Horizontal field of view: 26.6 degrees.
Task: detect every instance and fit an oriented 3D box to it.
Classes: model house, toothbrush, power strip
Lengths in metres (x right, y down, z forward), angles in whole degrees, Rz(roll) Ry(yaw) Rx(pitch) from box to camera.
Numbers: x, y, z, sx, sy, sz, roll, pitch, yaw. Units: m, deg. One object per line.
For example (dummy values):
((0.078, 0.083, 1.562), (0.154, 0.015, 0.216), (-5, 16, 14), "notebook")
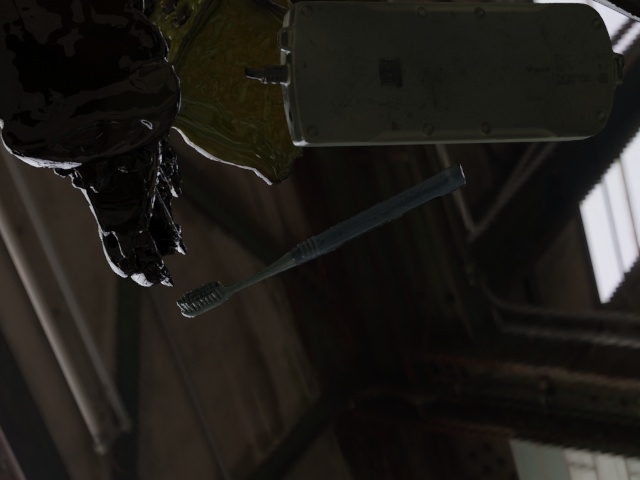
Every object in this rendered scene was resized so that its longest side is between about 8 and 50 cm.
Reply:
((-0.111, -0.192, 1.386), (0.234, 0.193, 0.174), (38, -78, 51), "model house")
((0.000, 0.000, 0.938), (0.220, 0.019, 0.016), (-25, -126, 3), "toothbrush")
((0.066, -0.094, 0.763), (0.227, 0.080, 0.029), (-2, 179, -18), "power strip")

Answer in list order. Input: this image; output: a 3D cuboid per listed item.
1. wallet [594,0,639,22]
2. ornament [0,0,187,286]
((0.248, -0.261, 1.031), (0.318, 0.172, 0.045), (32, -165, 26), "wallet")
((-0.136, -0.075, 0.880), (0.106, 0.260, 0.251), (-20, -126, -3), "ornament")
